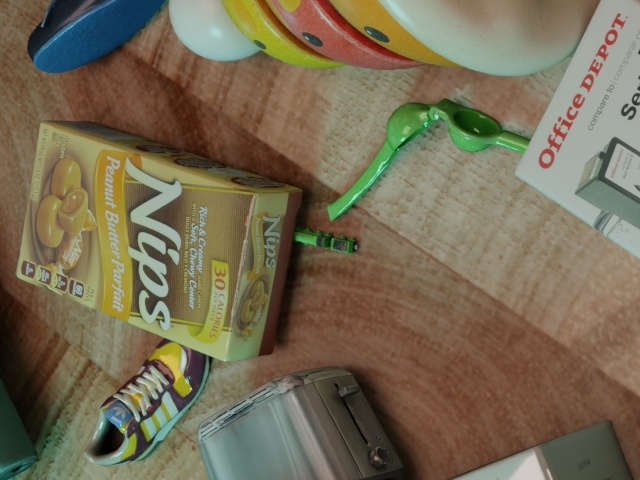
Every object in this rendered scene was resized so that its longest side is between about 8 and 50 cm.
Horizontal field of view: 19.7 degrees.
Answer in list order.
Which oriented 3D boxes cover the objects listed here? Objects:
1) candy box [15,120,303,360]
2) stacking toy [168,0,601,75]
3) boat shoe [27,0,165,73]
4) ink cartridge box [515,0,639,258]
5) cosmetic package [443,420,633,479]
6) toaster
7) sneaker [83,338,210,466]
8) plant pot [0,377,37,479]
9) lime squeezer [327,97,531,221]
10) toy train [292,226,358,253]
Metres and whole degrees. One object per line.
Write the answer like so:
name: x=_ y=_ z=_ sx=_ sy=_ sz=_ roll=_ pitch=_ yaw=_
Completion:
candy box: x=-0.178 y=-0.006 z=1.977 sx=0.316 sy=0.087 sz=0.183 roll=19 pitch=105 yaw=35
stacking toy: x=0.017 y=-0.269 z=1.772 sx=0.480 sy=0.350 sz=0.350 roll=-21 pitch=82 yaw=49
boat shoe: x=-0.218 y=-0.284 z=2.002 sx=0.258 sy=0.109 sz=0.089 roll=-36 pitch=67 yaw=12
ink cartridge box: x=0.332 y=-0.074 z=1.604 sx=0.273 sy=0.115 sz=0.198 roll=37 pitch=109 yaw=35
cosmetic package: x=0.113 y=0.313 z=1.757 sx=0.365 sy=0.197 sz=0.155 roll=-24 pitch=81 yaw=26
toaster: x=-0.030 y=0.225 z=1.892 sx=0.227 sy=0.129 sz=0.146 roll=-34 pitch=72 yaw=37
sneaker: x=-0.189 y=0.175 z=2.011 sx=0.069 sy=0.084 sz=0.185 roll=40 pitch=113 yaw=24
plant pot: x=-0.509 y=0.170 z=2.087 sx=0.341 sy=0.341 sz=0.334 roll=-36 pitch=82 yaw=29
lime squeezer: x=0.127 y=-0.085 z=1.812 sx=0.310 sy=0.059 sz=0.110 roll=-5 pitch=90 yaw=31
toy train: x=0.000 y=0.000 z=1.916 sx=0.083 sy=0.024 sz=0.017 roll=12 pitch=99 yaw=30
